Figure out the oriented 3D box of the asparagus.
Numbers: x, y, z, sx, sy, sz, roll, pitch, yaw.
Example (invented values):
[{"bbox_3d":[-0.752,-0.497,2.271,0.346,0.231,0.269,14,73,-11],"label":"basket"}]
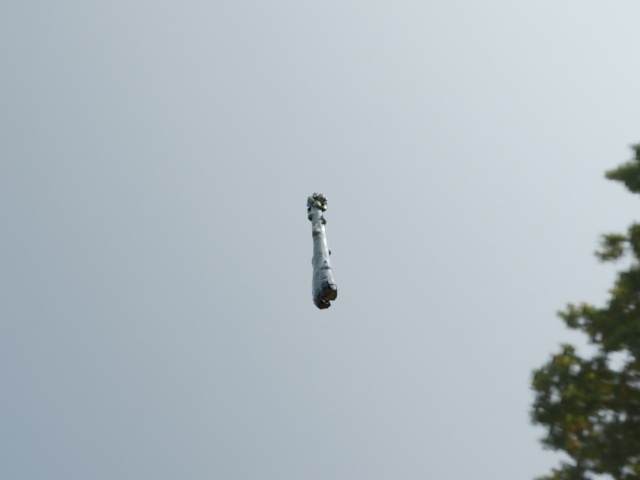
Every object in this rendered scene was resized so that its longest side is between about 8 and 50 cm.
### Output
[{"bbox_3d":[0.000,0.000,1.069,0.022,0.233,0.023,-13,-68,4],"label":"asparagus"}]
